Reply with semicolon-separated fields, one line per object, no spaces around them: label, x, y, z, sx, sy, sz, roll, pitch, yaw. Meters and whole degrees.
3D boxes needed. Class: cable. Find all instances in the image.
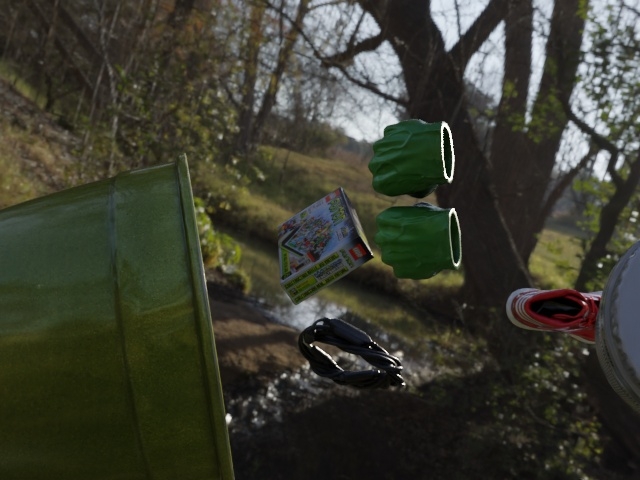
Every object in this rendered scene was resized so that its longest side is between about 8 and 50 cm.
cable;0.049;0.196;1.043;0.184;0.047;0.151;27;-40;-1

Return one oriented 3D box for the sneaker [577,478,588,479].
sneaker;0.387;0.489;1.013;0.121;0.108;0.302;23;36;39

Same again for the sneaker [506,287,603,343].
sneaker;0.395;0.113;0.948;0.221;0.087;0.128;1;-3;2

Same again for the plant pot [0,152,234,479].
plant pot;-0.288;0.115;0.670;0.352;0.367;0.366;-9;9;-11

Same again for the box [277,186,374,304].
box;0.000;0.000;0.861;0.036;0.114;0.207;55;7;-20

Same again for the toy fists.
toy fists;0.163;-0.071;1.139;0.142;0.279;0.096;-4;3;26

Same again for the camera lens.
camera lens;0.403;0.095;0.668;0.219;0.219;0.274;19;-5;24
